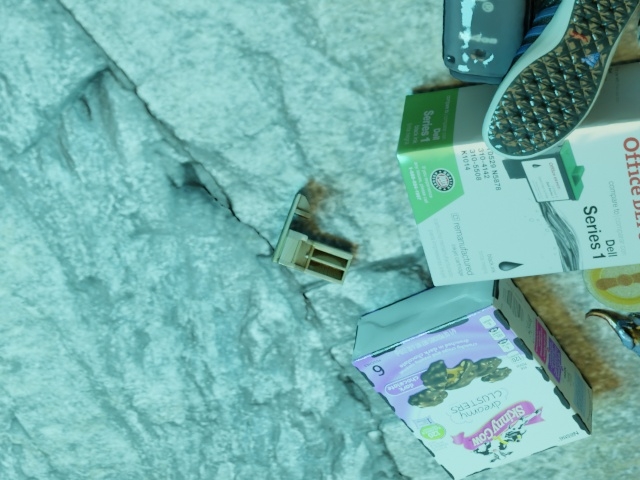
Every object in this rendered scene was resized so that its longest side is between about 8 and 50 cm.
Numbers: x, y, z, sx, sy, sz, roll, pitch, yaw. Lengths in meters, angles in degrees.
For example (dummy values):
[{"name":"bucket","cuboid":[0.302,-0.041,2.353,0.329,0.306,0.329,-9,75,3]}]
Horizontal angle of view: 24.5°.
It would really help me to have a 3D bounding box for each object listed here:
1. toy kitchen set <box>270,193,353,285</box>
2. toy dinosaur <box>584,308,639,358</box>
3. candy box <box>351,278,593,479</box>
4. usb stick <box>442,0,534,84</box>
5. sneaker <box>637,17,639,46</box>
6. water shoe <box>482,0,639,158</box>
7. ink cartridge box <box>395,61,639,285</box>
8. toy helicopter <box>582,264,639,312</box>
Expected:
[{"name":"toy kitchen set","cuboid":[0.000,0.000,1.397,0.075,0.083,0.068,19,89,-6]},{"name":"toy dinosaur","cuboid":[0.316,0.097,1.448,0.090,0.047,0.082,20,150,38]},{"name":"candy box","cuboid":[0.155,0.135,1.474,0.165,0.070,0.196,-25,121,27]},{"name":"usb stick","cuboid":[0.137,-0.248,1.175,0.077,0.045,0.278,3,130,7]},{"name":"sneaker","cuboid":[0.334,-0.198,1.182,0.071,0.068,0.170,25,140,-30]},{"name":"water shoe","cuboid":[0.200,-0.157,1.193,0.073,0.080,0.203,29,110,-11]},{"name":"ink cartridge box","cuboid":[0.193,-0.056,1.293,0.219,0.092,0.160,-7,128,17]},{"name":"toy helicopter","cuboid":[0.415,0.050,1.321,0.355,0.140,0.235,15,135,10]}]
